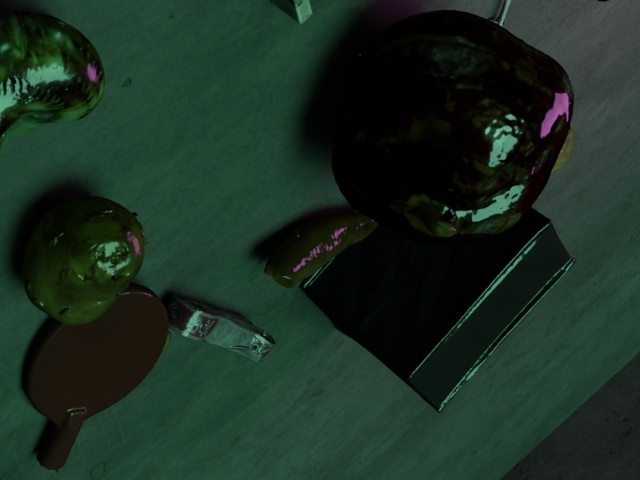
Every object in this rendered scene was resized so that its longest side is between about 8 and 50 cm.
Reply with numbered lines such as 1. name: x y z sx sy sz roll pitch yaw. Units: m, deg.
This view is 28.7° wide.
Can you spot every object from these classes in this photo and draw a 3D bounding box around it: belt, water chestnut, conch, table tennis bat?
1. belt: -0.148 0.124 1.801 0.053 0.071 0.232 -59 147 1
2. water chestnut: 0.185 -0.178 1.718 0.335 0.335 0.347 91 17 -49
3. conch: -0.305 -0.150 1.226 0.187 0.124 0.181 -36 176 38
4. table tennis bat: -0.308 0.183 1.662 0.200 0.038 0.310 1 127 -43

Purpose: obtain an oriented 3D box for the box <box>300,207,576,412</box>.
1. box: 0.191 0.056 2.003 0.345 0.251 0.204 -49 151 -3

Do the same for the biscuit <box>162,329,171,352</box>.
1. biscuit: -0.250 0.133 1.723 0.071 0.018 0.147 -45 152 -5

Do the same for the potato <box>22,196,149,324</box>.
1. potato: -0.275 0.020 1.457 0.137 0.137 0.176 -9 153 -50

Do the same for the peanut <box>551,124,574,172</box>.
1. peanut: 0.317 -0.174 2.027 0.152 0.152 0.313 -57 152 13

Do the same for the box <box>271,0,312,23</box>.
1. box: -0.041 -0.300 1.475 0.024 0.054 0.083 -39 149 -13

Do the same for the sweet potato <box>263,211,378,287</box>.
1. sweet potato: 0.000 0.000 1.868 0.243 0.077 0.077 -35 149 -41

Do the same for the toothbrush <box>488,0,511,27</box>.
1. toothbrush: 0.294 -0.413 1.842 0.026 0.024 0.288 -6 131 -33
